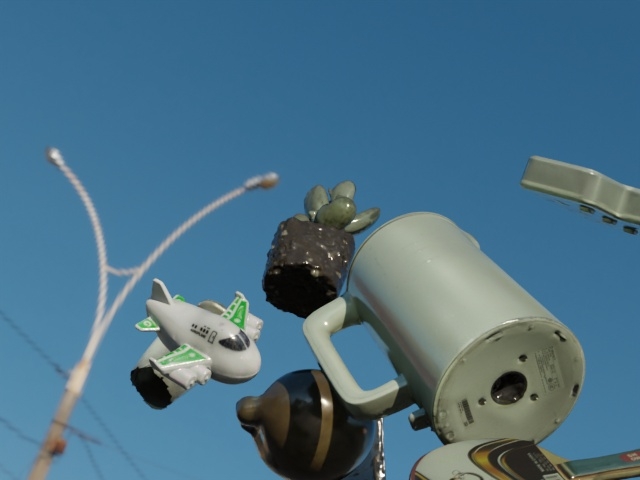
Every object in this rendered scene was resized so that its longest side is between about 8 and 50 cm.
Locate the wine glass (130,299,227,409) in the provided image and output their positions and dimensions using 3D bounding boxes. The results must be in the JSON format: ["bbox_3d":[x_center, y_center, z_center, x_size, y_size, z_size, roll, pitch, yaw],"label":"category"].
[{"bbox_3d":[-0.233,0.194,1.991,0.111,0.204,0.111,22,-47,25],"label":"wine glass"}]

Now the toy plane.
[{"bbox_3d":[-0.147,0.116,1.422,0.174,0.174,0.080,17,-52,3],"label":"toy plane"}]

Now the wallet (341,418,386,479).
[{"bbox_3d":[0.035,0.395,1.849,0.146,0.285,0.030,-7,-30,13],"label":"wallet"}]

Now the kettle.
[{"bbox_3d":[0.155,0.134,1.497,0.205,0.318,0.265,32,-78,-33],"label":"kettle"}]

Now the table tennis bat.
[{"bbox_3d":[0.247,0.268,1.286,0.301,0.173,0.022,-5,-66,-17],"label":"table tennis bat"}]

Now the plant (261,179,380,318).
[{"bbox_3d":[-0.002,0.000,1.957,0.146,0.274,0.149,31,-45,-3],"label":"plant"}]

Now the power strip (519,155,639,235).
[{"bbox_3d":[0.426,-0.052,1.661,0.194,0.059,0.265,19,1,40],"label":"power strip"}]

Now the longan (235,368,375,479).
[{"bbox_3d":[-0.025,0.265,1.641,0.204,0.159,0.185,18,-46,-16],"label":"longan"}]
